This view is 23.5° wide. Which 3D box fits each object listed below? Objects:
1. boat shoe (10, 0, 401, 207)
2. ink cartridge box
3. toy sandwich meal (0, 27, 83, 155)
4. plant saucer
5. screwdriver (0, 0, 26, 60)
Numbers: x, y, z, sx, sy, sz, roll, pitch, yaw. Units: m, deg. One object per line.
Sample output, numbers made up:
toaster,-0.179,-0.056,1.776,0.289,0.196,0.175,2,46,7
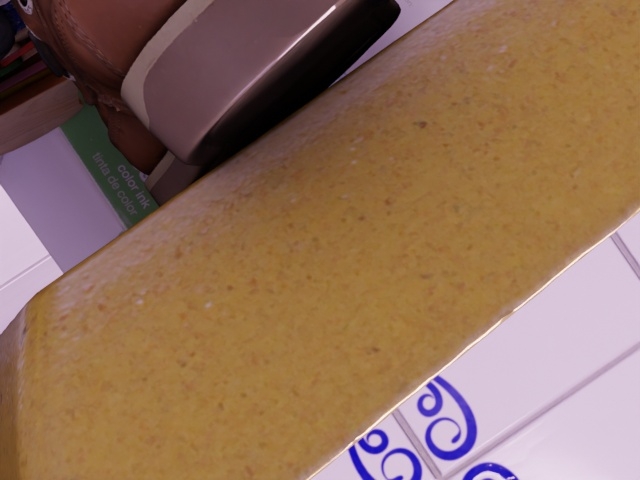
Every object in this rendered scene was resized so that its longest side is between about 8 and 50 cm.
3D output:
boat shoe,-0.042,-0.085,0.507,0.111,0.104,0.307,-43,-179,-8
ink cartridge box,-0.046,-0.069,0.783,0.212,0.093,0.154,-35,177,-22
toy sandwich meal,-0.125,-0.062,0.630,0.086,0.029,0.085,-34,177,-2
plant saucer,0.000,0.000,0.554,0.333,0.081,0.333,-37,-177,-19
screwdriver,-0.089,-0.096,0.566,0.170,0.024,0.025,-34,-154,-22
